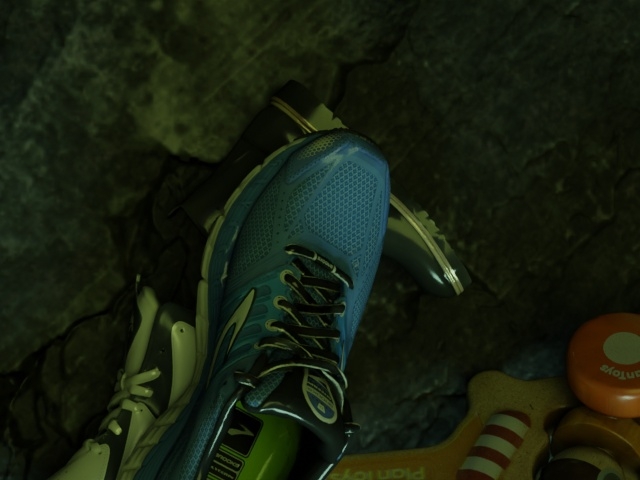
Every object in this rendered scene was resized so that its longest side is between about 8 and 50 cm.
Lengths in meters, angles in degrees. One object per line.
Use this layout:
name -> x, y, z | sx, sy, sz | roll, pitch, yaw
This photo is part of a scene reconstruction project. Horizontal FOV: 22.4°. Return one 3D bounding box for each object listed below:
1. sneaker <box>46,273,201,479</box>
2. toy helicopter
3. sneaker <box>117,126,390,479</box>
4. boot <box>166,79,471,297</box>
sneaker -> -0.131, 0.107, 1.130 | 0.235, 0.094, 0.153 | -24, 96, -13
toy helicopter -> 0.107, 0.189, 1.146 | 0.355, 0.235, 0.140 | -4, 134, 3
sneaker -> -0.018, 0.083, 1.050 | 0.130, 0.147, 0.330 | 25, 78, -28
boot -> 0.000, 0.000, 1.178 | 0.137, 0.077, 0.198 | -45, 89, -5
